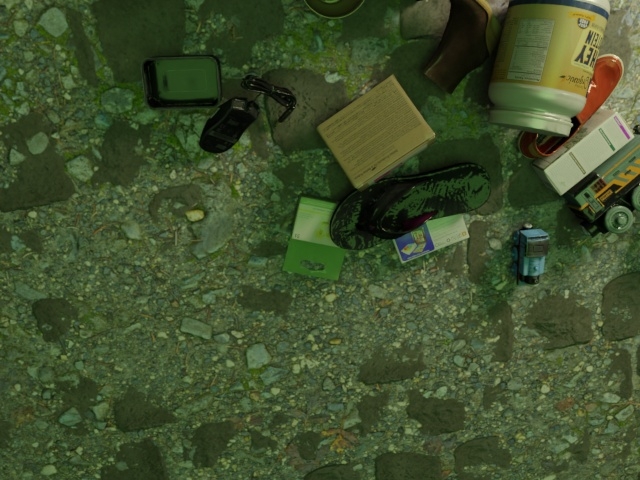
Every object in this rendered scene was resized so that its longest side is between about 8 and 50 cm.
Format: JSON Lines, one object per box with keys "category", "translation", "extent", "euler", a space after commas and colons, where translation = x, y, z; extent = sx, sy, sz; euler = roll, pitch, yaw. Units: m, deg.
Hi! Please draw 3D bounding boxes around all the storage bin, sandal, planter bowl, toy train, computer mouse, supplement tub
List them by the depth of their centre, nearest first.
{"category": "planter bowl", "translation": [0.028, -0.604, 1.393], "extent": [0.162, 0.109, 0.162], "euler": [-1, 111, -4]}
{"category": "supplement tub", "translation": [0.532, -0.420, 1.421], "extent": [0.228, 0.228, 0.316], "euler": [9, 101, -8]}
{"category": "storage bin", "translation": [-0.335, -0.387, 1.457], "extent": [0.180, 0.084, 0.122], "euler": [-2, 111, -3]}
{"category": "computer mouse", "translation": [-0.183, -0.313, 1.502], "extent": [0.184, 0.060, 0.262], "euler": [8, 140, -42]}
{"category": "sandal", "translation": [0.232, -0.094, 1.554], "extent": [0.446, 0.107, 0.167], "euler": [-20, 107, 1]}
{"category": "toy train", "translation": [0.820, -0.161, 1.614], "extent": [0.334, 0.142, 0.190], "euler": [-43, 98, 10]}
{"category": "toy train", "translation": [0.588, 0.047, 1.681], "extent": [0.080, 0.105, 0.184], "euler": [-4, 110, -3]}

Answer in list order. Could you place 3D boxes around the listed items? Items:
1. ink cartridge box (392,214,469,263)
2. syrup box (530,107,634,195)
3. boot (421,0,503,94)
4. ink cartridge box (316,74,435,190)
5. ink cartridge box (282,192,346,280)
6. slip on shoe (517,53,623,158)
{"category": "ink cartridge box", "translation": [0.283, -0.067, 1.645], "extent": [0.206, 0.045, 0.208], "euler": [-21, 109, 2]}
{"category": "syrup box", "translation": [0.694, -0.239, 1.591], "extent": [0.237, 0.093, 0.096], "euler": [-40, 108, 9]}
{"category": "boot", "translation": [0.321, -0.482, 1.436], "extent": [0.207, 0.090, 0.248], "euler": [-48, 136, 16]}
{"category": "ink cartridge box", "translation": [0.140, -0.265, 1.500], "extent": [0.235, 0.088, 0.193], "euler": [-33, 82, 8]}
{"category": "ink cartridge box", "translation": [0.000, 0.000, 1.644], "extent": [0.171, 0.056, 0.235], "euler": [11, 107, -9]}
{"category": "slip on shoe", "translation": [0.658, -0.340, 1.548], "extent": [0.123, 0.101, 0.331], "euler": [41, 101, -15]}
